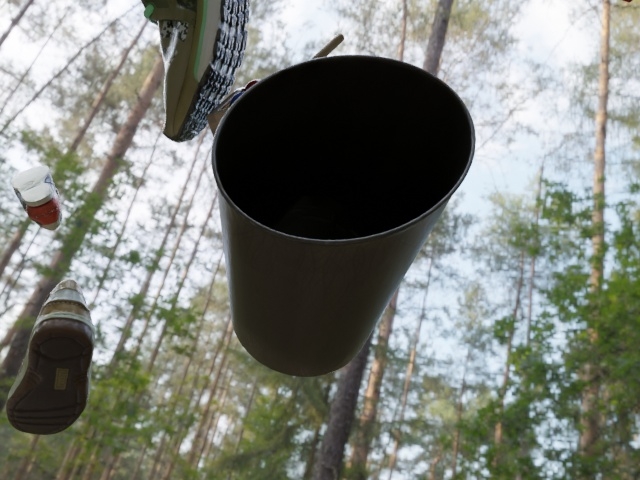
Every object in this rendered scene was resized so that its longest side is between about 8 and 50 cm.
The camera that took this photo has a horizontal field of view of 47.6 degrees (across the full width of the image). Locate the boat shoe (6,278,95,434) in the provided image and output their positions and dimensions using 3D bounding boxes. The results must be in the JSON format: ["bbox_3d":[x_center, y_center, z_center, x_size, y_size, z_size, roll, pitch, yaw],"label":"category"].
[{"bbox_3d":[-0.237,0.107,0.655,0.068,0.072,0.190,13,-45,-26],"label":"boat shoe"}]

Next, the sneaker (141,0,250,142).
[{"bbox_3d":[-0.178,-0.318,0.829,0.182,0.410,0.158,4,1,5],"label":"sneaker"}]

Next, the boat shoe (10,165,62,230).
[{"bbox_3d":[-0.341,-0.054,0.881,0.137,0.049,0.043,39,-28,54],"label":"boat shoe"}]

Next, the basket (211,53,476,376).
[{"bbox_3d":[0.000,0.000,0.568,0.154,0.204,0.226,40,-36,19],"label":"basket"}]

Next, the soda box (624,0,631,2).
[{"bbox_3d":[0.223,-0.332,0.737,0.263,0.092,0.083,33,-28,33],"label":"soda box"}]

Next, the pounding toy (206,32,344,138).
[{"bbox_3d":[-0.038,-0.155,0.818,0.141,0.130,0.100,-10,-66,18],"label":"pounding toy"}]
